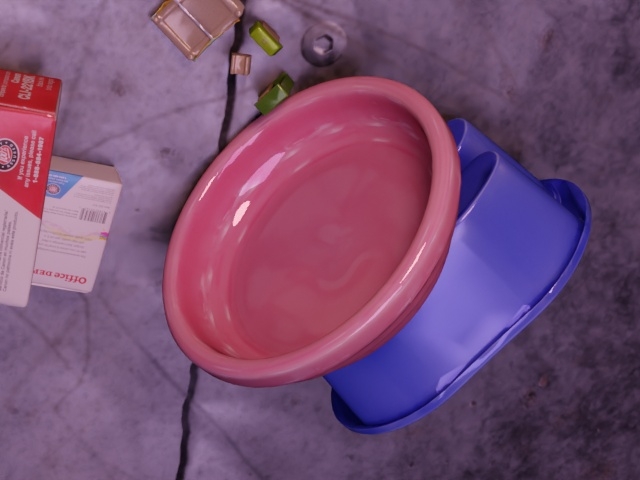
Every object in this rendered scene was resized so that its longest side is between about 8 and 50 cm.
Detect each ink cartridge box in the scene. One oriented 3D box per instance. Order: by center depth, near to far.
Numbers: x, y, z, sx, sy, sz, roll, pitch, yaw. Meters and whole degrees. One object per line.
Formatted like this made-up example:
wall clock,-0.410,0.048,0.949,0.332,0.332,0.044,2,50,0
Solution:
ink cartridge box,-0.388,-0.065,1.682,0.272,0.114,0.197,9,112,-9
ink cartridge box,-0.256,-0.017,1.809,0.088,0.052,0.122,11,109,-21

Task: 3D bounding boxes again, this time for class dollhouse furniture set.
dollhouse furniture set,-0.088,-0.195,1.794,0.076,0.058,0.152,-42,100,13

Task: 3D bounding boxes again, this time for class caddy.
caddy,0.118,0.043,1.851,0.341,0.241,0.179,-43,113,6

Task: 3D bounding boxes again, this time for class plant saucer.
plant saucer,0.000,0.000,1.745,0.332,0.332,0.084,-43,131,5
